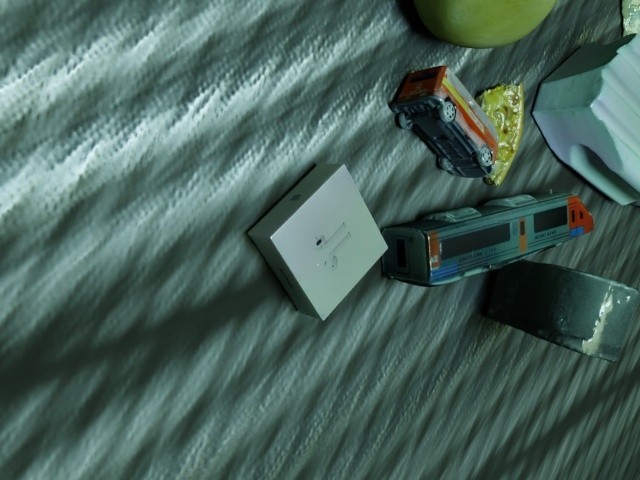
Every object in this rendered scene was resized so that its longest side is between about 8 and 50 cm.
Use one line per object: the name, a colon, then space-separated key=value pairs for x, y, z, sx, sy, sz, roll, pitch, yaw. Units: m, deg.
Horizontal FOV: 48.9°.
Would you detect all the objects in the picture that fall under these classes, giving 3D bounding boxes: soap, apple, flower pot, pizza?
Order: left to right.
apple: x=0.208 y=-0.335 z=0.870 sx=0.200 sy=0.200 sz=0.200 roll=-7 pitch=101 yaw=-40
pizza: x=0.262 y=-0.162 z=1.033 sx=0.099 sy=0.036 sz=0.160 roll=14 pitch=88 yaw=-41
flower pot: x=0.336 y=0.091 z=1.016 sx=0.103 sy=0.229 sz=0.108 roll=17 pitch=90 yaw=-22
soap: x=0.504 y=-0.199 z=1.183 sx=0.347 sy=0.115 sz=0.208 roll=23 pitch=81 yaw=-40

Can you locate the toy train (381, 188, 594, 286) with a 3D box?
toy train: x=0.260 y=-0.018 z=1.022 sx=0.409 sy=0.086 sz=0.089 roll=-14 pitch=103 yaw=-38

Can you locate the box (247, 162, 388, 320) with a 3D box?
box: x=0.000 y=0.000 z=0.823 sx=0.129 sy=0.051 sz=0.130 roll=-47 pitch=123 yaw=-26

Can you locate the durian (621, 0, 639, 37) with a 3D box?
durian: x=0.594 y=-0.446 z=1.237 sx=0.139 sy=0.144 sz=0.252 roll=-20 pitch=116 yaw=-14

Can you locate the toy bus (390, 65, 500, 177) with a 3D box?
toy bus: x=0.175 y=-0.155 z=0.937 sx=0.174 sy=0.079 sz=0.077 roll=37 pitch=63 yaw=-38

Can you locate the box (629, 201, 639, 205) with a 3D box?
box: x=0.674 y=-0.075 z=1.389 sx=0.218 sy=0.055 sz=0.039 roll=7 pitch=94 yaw=-40
